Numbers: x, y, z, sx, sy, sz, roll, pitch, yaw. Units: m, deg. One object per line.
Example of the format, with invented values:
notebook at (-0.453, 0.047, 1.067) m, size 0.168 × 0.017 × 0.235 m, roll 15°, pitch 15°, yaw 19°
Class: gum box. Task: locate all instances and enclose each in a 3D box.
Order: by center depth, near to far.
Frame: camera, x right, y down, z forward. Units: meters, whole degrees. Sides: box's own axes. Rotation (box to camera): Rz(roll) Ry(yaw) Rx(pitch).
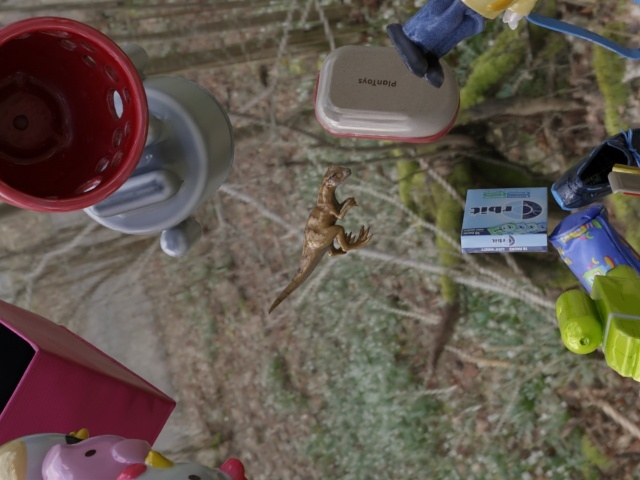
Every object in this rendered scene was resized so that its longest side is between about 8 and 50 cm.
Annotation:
gum box at (0.352, -0.040, 1.928) m, size 0.156 × 0.184 × 0.041 m, roll -1°, pitch 121°, yaw 14°

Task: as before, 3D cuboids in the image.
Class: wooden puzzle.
wooden puzzle at (0.384, -0.066, 1.214) m, size 0.078 × 0.116 × 0.014 m, roll 6°, pitch 113°, yaw 14°

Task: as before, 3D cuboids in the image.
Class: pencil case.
pencil case at (0.552, 0.073, 1.851) m, size 0.306 × 0.119 × 0.133 m, roll 52°, pitch 145°, yaw 1°

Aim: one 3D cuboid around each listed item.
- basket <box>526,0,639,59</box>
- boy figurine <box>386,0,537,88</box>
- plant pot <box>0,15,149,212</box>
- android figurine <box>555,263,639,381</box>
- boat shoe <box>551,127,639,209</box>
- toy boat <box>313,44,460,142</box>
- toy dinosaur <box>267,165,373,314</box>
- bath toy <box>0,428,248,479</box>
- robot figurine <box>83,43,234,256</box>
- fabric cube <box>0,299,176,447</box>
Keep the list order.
basket at (0.485, -0.417, 1.563) m, size 0.289 × 0.254 × 0.201 m, roll 128°, pitch 147°, yaw -48°
boy figurine at (0.224, -0.309, 1.246) m, size 0.285 × 0.177 × 0.092 m, roll -35°, pitch 64°, yaw 20°
plant pot at (-0.292, -0.126, 1.049) m, size 0.174 × 0.191 × 0.191 m, roll 7°, pitch 110°, yaw 63°
android figurine at (0.370, 0.096, 1.036) m, size 0.248 × 0.273 × 0.056 m, roll 7°, pitch 110°, yaw 3°
boat shoe at (0.523, -0.128, 1.790) m, size 0.109 × 0.258 × 0.089 m, roll 50°, pitch 150°, yaw 4°
toy boat at (0.110, -0.222, 1.640) m, size 0.231 × 0.151 × 0.151 m, roll 6°, pitch 76°, yaw 11°
toy dinosaur at (0.000, 0.000, 1.349) m, size 0.064 × 0.112 × 0.212 m, roll 34°, pitch 107°, yaw 57°
bath toy at (-0.163, 0.205, 0.759) m, size 0.151 × 0.129 × 0.348 m, roll 51°, pitch 149°, yaw -13°
robot figurine at (-0.232, -0.126, 1.411) m, size 0.199 × 0.353 × 0.300 m, roll -12°, pitch 100°, yaw 8°
fabric cube at (-0.388, 0.223, 1.221) m, size 0.254 × 0.258 × 0.259 m, roll 24°, pitch 82°, yaw 34°
